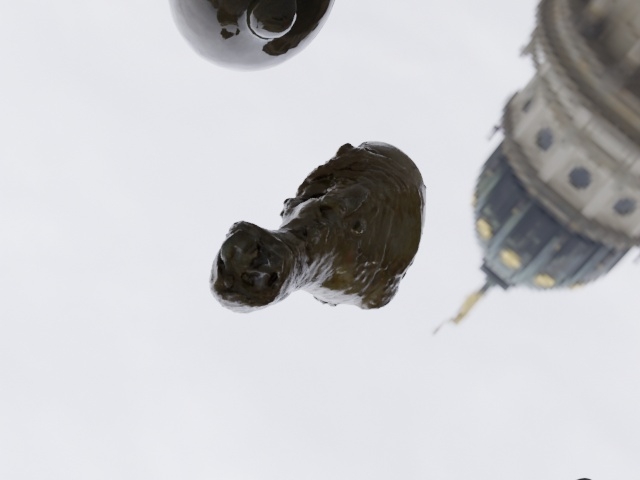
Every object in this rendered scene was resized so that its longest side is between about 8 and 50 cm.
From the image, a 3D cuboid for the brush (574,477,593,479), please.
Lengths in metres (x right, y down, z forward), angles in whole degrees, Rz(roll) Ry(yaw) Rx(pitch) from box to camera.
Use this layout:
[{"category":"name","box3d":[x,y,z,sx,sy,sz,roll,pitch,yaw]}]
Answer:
[{"category":"brush","box3d":[0.170,0.323,1.242,0.027,0.266,0.062,28,169,49]}]

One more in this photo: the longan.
[{"category":"longan","box3d":[-0.060,-0.246,1.354,0.159,0.185,0.204,28,-159,-25]}]

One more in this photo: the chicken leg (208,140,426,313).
[{"category":"chicken leg","box3d":[0.002,0.002,0.733,0.069,0.085,0.198,29,-156,18]}]
